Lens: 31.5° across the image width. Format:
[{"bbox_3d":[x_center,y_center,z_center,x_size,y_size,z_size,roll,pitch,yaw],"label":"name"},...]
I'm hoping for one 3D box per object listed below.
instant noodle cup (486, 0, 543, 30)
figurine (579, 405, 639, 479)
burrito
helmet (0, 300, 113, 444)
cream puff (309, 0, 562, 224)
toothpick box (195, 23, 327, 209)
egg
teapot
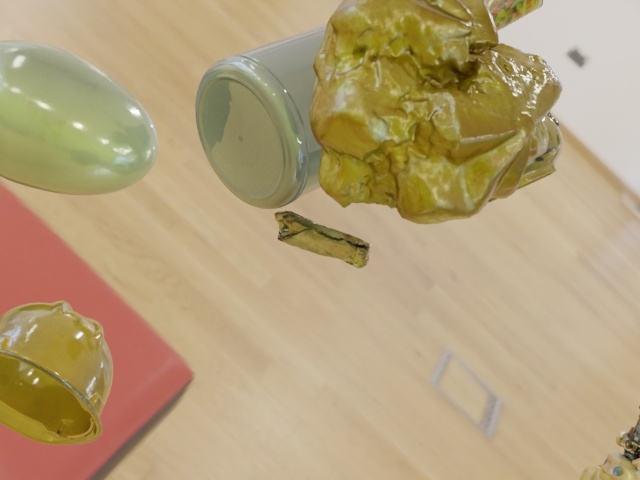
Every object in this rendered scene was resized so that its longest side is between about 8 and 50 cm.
[{"bbox_3d":[0.250,-0.414,1.905,0.193,0.212,0.193,157,-90,-86],"label":"instant noodle cup"},{"bbox_3d":[0.517,0.377,1.910,0.108,0.196,0.114,14,18,-40],"label":"figurine"},{"bbox_3d":[0.001,-0.001,1.759,0.171,0.051,0.042,17,38,20],"label":"burrito"},{"bbox_3d":[-0.348,0.153,1.459,0.205,0.257,0.140,36,59,-13],"label":"helmet"},{"bbox_3d":[0.136,-0.186,1.312,0.323,0.270,0.274,-55,138,-59],"label":"cream puff"},{"bbox_3d":[0.017,-0.209,1.762,0.354,0.263,0.263,-28,69,-37],"label":"toothpick box"},{"bbox_3d":[-0.434,-0.193,1.831,0.371,0.230,0.230,22,20,10],"label":"egg"},{"bbox_3d":[0.283,-0.167,1.763,0.269,0.173,0.182,-21,85,-48],"label":"teapot"}]
